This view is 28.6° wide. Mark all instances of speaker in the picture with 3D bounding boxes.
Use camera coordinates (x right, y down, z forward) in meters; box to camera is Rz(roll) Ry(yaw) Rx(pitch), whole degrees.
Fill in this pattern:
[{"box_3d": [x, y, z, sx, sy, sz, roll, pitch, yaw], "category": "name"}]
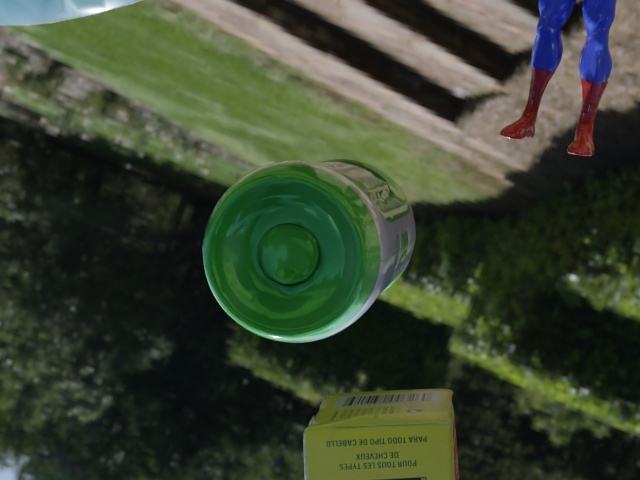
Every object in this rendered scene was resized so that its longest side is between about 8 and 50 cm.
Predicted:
[{"box_3d": [0.000, 0.000, 0.948, 0.131, 0.131, 0.296, 21, -173, 7], "category": "speaker"}]

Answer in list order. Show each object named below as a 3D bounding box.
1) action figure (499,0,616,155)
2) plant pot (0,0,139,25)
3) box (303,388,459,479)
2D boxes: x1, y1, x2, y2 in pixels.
[{"box_3d": [0.194, -0.206, 0.950, 0.092, 0.280, 0.139, 16, -166, 23], "category": "action figure"}, {"box_3d": [-0.106, -0.268, 0.481, 0.293, 0.293, 0.235, 19, 152, 42], "category": "plant pot"}, {"box_3d": [0.031, 0.179, 0.490, 0.058, 0.232, 0.087, -4, 180, 6], "category": "box"}]
